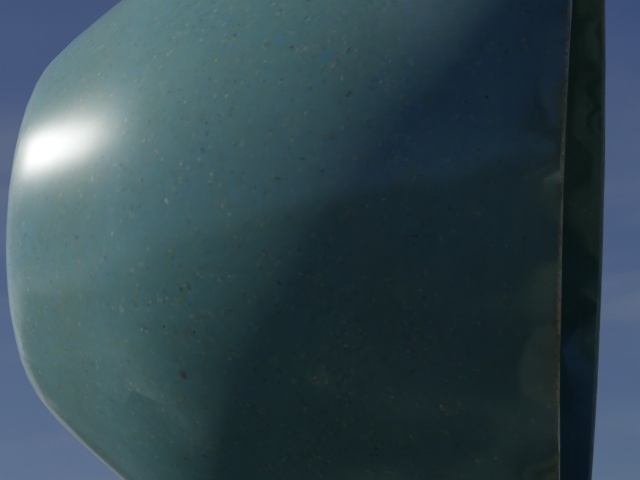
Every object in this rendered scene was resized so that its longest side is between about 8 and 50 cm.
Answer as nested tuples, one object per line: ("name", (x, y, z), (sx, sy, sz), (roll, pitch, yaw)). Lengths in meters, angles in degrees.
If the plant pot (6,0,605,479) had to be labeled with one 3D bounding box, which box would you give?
("plant pot", (0.000, 0.000, 0.663), (0.195, 0.290, 0.290), (1, -15, 11))
